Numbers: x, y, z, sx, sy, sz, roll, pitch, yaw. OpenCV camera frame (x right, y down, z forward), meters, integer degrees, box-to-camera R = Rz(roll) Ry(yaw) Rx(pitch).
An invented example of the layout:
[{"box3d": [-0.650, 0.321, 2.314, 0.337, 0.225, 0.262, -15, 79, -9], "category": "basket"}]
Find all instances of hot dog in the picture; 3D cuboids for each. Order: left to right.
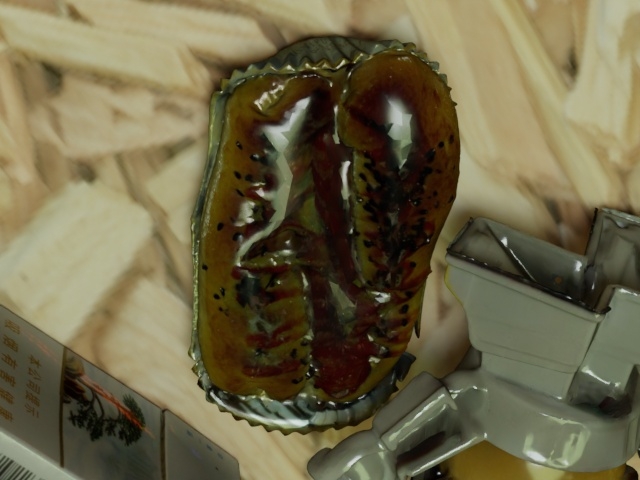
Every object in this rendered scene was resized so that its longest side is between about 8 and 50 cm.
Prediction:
[{"box3d": [0.000, 0.000, 0.942, 0.162, 0.082, 0.270, 4, 115, -10], "category": "hot dog"}]

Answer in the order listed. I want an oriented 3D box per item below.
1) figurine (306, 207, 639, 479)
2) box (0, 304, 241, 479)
[{"box3d": [0.137, 0.126, 0.985, 0.308, 0.143, 0.308, -4, 116, -8], "category": "figurine"}, {"box3d": [-0.151, 0.141, 0.944, 0.233, 0.149, 0.067, 37, 107, -22], "category": "box"}]
